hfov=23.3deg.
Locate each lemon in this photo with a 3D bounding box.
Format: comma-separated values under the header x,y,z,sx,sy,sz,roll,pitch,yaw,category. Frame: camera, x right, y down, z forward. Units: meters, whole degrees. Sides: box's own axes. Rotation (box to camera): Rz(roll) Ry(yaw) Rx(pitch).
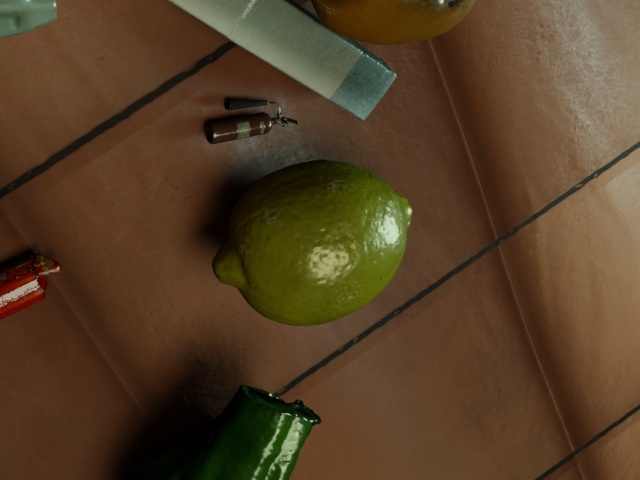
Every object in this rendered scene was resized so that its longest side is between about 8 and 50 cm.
x,y,z,sx,sy,sz,roll,pitch,yaw,category
0.000,0.000,1.736,0.248,0.184,0.184,-19,131,-21,lemon

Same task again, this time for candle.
x,y,z,sx,sy,sz,roll,pitch,yaw,category
-0.333,0.054,1.638,0.131,0.052,0.052,-27,133,-16,candle

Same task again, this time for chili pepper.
x,y,z,sx,sy,sz,roll,pitch,yaw,category
-0.141,0.308,1.856,0.167,0.213,0.385,18,117,-28,chili pepper

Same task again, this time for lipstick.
x,y,z,sx,sy,sz,roll,pitch,yaw,category
-0.051,-0.224,1.612,0.317,0.066,0.068,27,104,-43,lipstick

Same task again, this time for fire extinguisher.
x,y,z,sx,sy,sz,roll,pitch,yaw,category
-0.078,-0.136,1.692,0.100,0.032,0.046,-14,95,-25,fire extinguisher

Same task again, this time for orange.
x,y,z,sx,sy,sz,roll,pitch,yaw,category
0.095,-0.311,1.564,0.249,0.183,0.249,-17,130,-21,orange

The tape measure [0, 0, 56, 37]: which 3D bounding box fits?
x,y,z,sx,sy,sz,roll,pitch,yaw,category
-0.356,-0.254,1.322,0.243,0.125,0.246,-20,153,-21,tape measure
